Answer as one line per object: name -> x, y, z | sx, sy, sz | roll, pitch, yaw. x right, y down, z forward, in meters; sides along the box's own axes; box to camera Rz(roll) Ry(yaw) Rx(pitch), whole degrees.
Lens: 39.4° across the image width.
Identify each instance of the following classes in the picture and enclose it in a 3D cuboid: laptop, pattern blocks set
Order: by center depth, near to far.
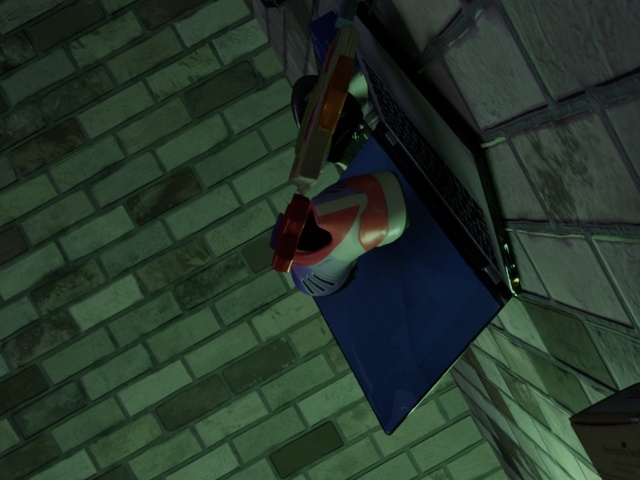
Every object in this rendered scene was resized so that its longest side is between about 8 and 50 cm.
pattern blocks set -> 0.003, -0.138, 0.990 | 0.026, 0.325, 0.285 | 17, -172, -7
laptop -> 0.057, -0.037, 1.156 | 0.382, 0.236, 0.408 | 59, 178, 42

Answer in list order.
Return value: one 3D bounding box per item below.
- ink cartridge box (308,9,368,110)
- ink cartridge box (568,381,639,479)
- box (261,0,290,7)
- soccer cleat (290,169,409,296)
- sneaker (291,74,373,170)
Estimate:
ink cartridge box -> 0.031, -0.268, 1.395 | 0.097, 0.046, 0.207 | 59, 178, 10
ink cartridge box -> 0.279, 0.192, 0.627 | 0.193, 0.088, 0.235 | 62, 180, 12
box -> -0.073, -0.379, 1.022 | 0.207, 0.108, 0.153 | 53, -178, -15
soccer cleat -> 0.000, 0.000, 1.129 | 0.318, 0.116, 0.109 | 136, 122, -64
sneaker -> 0.024, -0.171, 1.388 | 0.108, 0.100, 0.271 | 47, -176, 36
